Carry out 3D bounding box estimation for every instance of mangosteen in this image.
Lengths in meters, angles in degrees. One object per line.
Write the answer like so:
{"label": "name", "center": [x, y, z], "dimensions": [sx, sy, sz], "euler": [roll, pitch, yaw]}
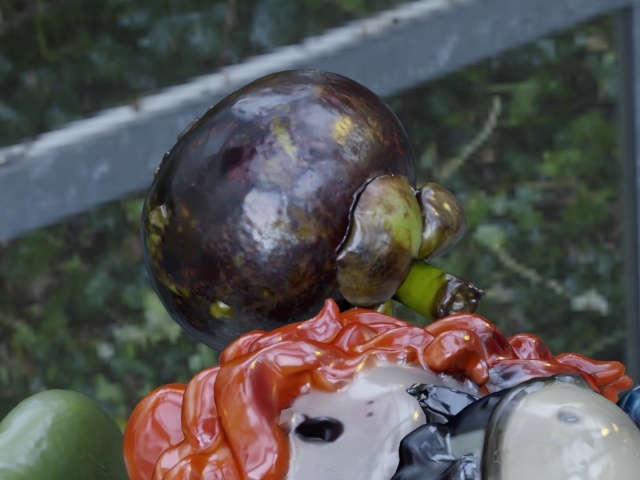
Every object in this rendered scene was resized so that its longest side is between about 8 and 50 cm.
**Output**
{"label": "mangosteen", "center": [0.000, 0.000, 1.177], "dimensions": [0.217, 0.192, 0.192], "euler": [35, 45, 12]}

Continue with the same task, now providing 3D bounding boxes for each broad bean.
{"label": "broad bean", "center": [-0.171, 0.171, 1.170], "dimensions": [0.082, 0.124, 0.174], "euler": [-16, 18, 36]}

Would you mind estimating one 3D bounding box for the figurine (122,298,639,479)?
{"label": "figurine", "center": [0.095, 0.139, 0.959], "dimensions": [0.306, 0.241, 0.412], "euler": [-5, -3, -34]}
